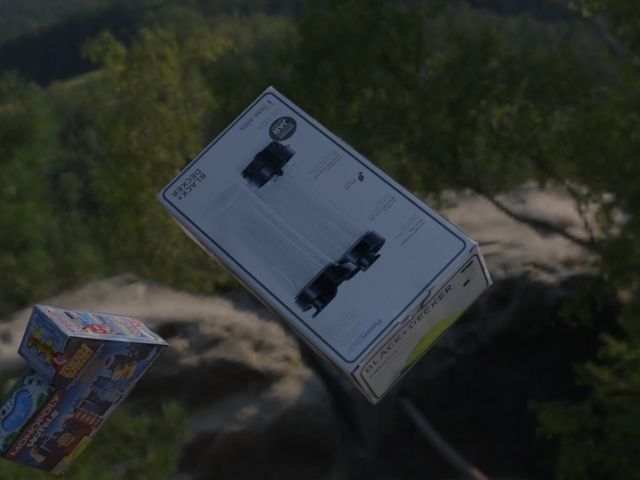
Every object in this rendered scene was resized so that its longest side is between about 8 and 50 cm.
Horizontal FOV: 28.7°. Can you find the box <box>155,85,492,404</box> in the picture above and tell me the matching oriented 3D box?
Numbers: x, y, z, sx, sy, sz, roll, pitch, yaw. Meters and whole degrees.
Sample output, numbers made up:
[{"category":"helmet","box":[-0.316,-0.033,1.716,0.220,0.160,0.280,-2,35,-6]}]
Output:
[{"category":"box","box":[0.000,0.000,1.197,0.169,0.087,0.290,-46,59,-9]}]

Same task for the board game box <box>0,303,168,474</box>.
[{"category":"board game box","box":[-0.278,0.148,1.350,0.060,0.194,0.194,37,84,24]}]
